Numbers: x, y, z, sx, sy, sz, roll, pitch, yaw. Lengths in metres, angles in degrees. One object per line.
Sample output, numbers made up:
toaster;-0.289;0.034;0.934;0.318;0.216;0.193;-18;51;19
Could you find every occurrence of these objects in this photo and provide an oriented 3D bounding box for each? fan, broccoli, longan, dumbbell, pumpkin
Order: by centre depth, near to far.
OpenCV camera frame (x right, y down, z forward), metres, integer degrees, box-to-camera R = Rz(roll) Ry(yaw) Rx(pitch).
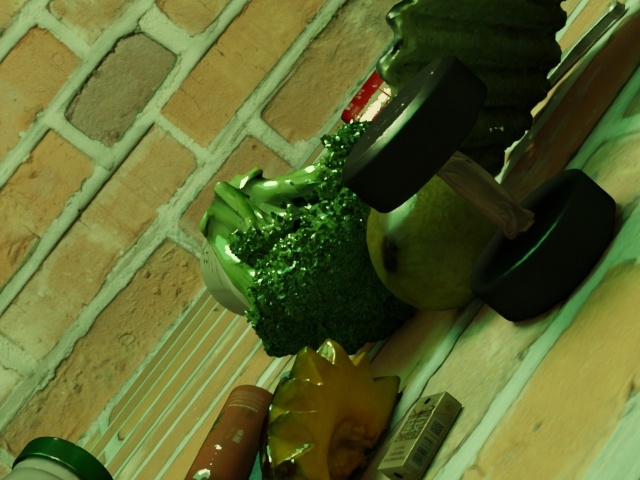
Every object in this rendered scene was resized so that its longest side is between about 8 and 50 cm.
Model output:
dumbbell;0.144;-0.046;1.023;0.152;0.218;0.152;-48;8;10
pumpkin;-0.023;0.214;1.107;0.149;0.130;0.254;-45;13;34
longan;0.128;-0.008;1.175;0.176;0.145;0.155;-31;-29;-48
broccoli;0.000;0.000;1.331;0.308;0.275;0.308;-53;-16;-23
fan;0.308;-0.215;1.516;0.282;0.023;0.057;-48;8;29

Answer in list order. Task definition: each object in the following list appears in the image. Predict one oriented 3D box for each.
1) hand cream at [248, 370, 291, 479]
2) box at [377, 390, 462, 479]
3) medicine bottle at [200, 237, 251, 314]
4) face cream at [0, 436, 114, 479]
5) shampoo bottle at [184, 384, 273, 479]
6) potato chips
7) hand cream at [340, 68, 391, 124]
hand cream;-0.054;0.249;1.417;0.083;0.048;0.224;-42;19;45
box;0.090;0.179;1.016;0.083;0.024;0.053;-57;11;-26
medicine bottle;-0.070;0.024;1.816;0.211;0.211;0.371;-53;9;-12
face cream;-0.541;0.551;2.014;0.312;0.219;0.357;-45;8;42
shampoo bottle;-0.125;0.293;1.431;0.085;0.085;0.244;-43;11;40
potato chips;0.199;-0.231;1.298;0.429;0.070;0.359;-13;-61;-54
hand cream;0.136;-0.173;1.657;0.125;0.193;0.193;-52;9;4
